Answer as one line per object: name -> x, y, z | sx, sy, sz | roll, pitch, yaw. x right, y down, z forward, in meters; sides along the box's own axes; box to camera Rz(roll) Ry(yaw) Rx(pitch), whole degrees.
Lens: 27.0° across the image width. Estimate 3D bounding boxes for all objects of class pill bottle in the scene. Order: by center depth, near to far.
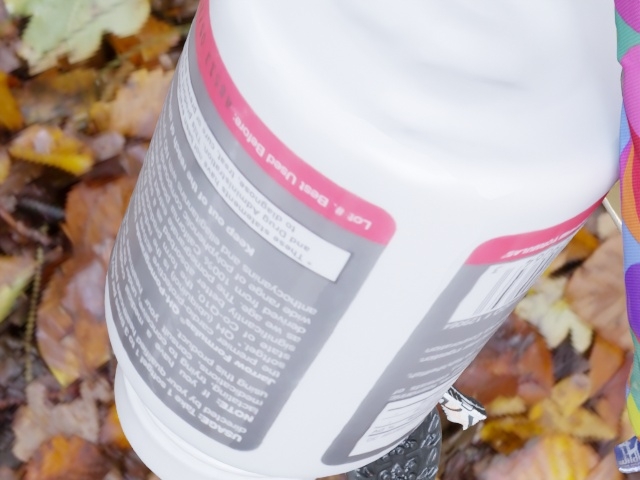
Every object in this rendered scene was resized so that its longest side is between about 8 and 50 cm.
pill bottle -> 0.000, 0.000, 0.610 | 0.176, 0.318, 0.176 | 11, 52, -15

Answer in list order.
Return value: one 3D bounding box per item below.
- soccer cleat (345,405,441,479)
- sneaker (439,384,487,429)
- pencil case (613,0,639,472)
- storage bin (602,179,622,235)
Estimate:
soccer cleat -> 0.041, 0.137, 1.347 | 0.108, 0.116, 0.318 | -22, 114, -18
sneaker -> 0.180, 0.226, 1.842 | 0.109, 0.040, 0.044 | 37, 113, -23
pencil case -> 0.144, -0.018, 0.456 | 0.104, 0.236, 0.104 | -7, 34, 5
storage bin -> 0.242, 0.012, 0.800 | 0.123, 0.260, 0.262 | -36, 106, -10
